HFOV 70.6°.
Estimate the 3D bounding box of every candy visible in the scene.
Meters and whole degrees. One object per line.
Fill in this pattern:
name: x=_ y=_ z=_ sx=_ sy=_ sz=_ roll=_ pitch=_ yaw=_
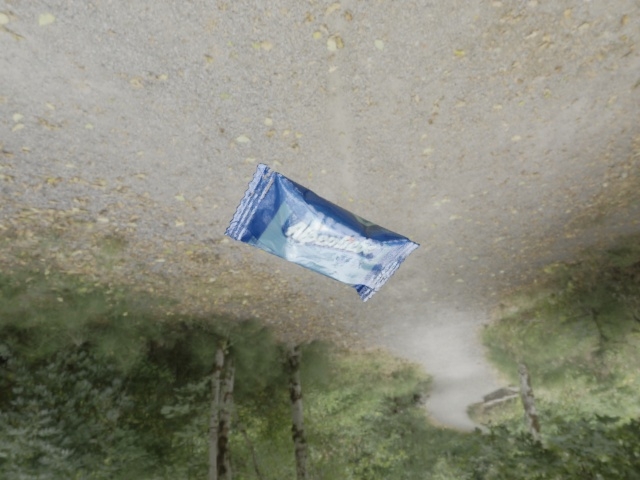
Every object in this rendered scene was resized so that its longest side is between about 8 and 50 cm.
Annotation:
candy: x=0.000 y=0.000 z=0.823 sx=0.331 sy=0.077 sz=0.187 roll=23 pitch=128 yaw=-20
